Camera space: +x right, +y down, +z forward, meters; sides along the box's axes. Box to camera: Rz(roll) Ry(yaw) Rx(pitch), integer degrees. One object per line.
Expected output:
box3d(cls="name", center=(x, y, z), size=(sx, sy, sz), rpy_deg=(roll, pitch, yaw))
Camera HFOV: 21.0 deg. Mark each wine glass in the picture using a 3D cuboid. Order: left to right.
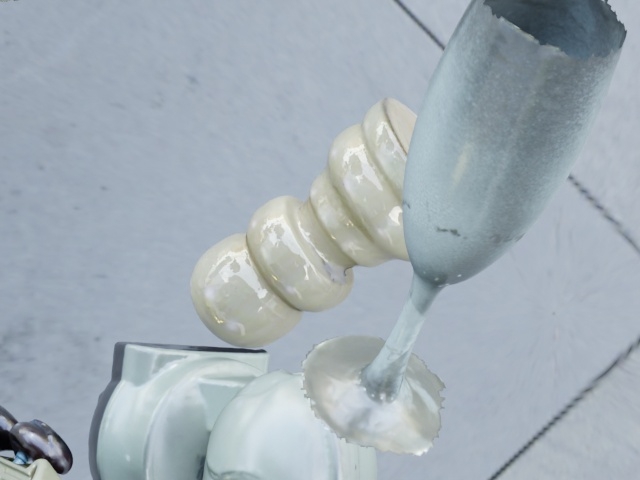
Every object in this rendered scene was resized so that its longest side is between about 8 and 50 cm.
box3d(cls="wine glass", center=(0.048, -0.009, 0.620), size=(0.066, 0.066, 0.198), rpy_deg=(28, 131, 8))

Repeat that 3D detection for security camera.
box3d(cls="security camera", center=(-0.062, 0.198, 1.551), size=(0.277, 0.197, 0.191), rpy_deg=(5, 88, 49))

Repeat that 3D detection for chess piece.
box3d(cls="chess piece", center=(0.000, 0.000, 1.773), size=(0.300, 0.167, 0.167), rpy_deg=(-34, 83, 19))

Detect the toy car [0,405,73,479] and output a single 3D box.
box3d(cls="toy car", center=(-0.284, 0.281, 1.506), size=(0.204, 0.248, 0.198), rpy_deg=(-44, 117, -23))
